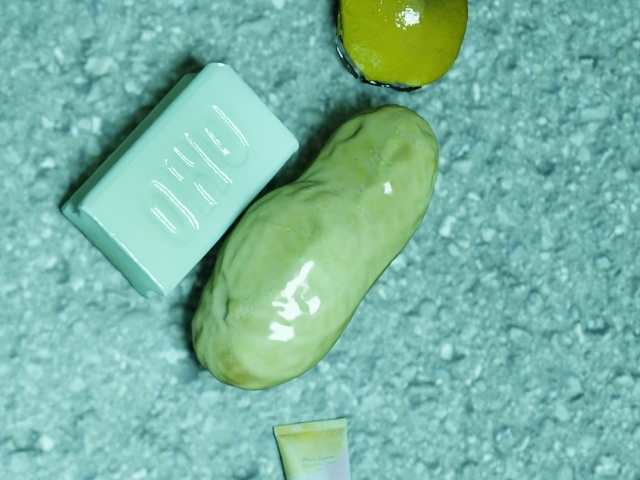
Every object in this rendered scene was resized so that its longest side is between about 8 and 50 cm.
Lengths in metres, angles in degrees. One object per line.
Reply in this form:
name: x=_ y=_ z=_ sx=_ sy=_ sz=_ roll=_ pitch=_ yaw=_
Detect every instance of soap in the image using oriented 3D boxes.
soap: x=-0.126 y=-0.057 z=1.745 sx=0.119 sy=0.066 sz=0.198 roll=48 pitch=66 yaw=-17

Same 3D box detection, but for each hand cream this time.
hand cream: x=0.003 y=0.256 z=1.798 sx=0.076 sy=0.047 sz=0.174 roll=-3 pitch=78 yaw=-26

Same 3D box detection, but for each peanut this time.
peanut: x=0.000 y=0.000 z=1.762 sx=0.147 sy=0.147 sz=0.319 roll=45 pitch=71 yaw=-17

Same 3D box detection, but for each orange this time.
orange: x=0.081 y=-0.229 z=1.851 sx=0.170 sy=0.112 sz=0.160 roll=46 pitch=66 yaw=-28
